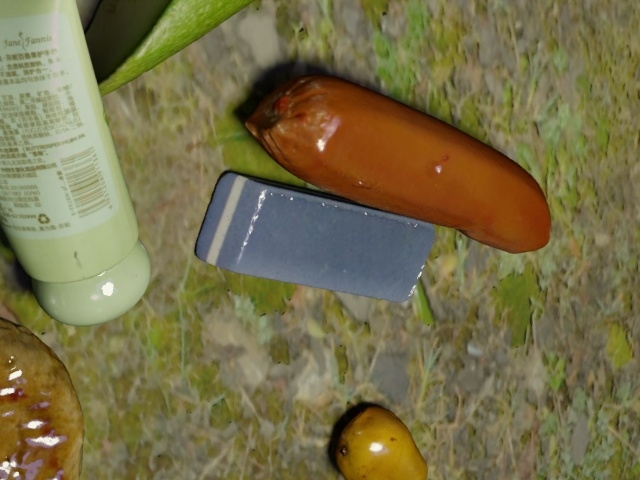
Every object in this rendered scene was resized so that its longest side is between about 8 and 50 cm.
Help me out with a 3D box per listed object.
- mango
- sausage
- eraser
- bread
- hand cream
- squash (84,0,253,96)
[{"bbox_3d":[0.060,0.206,1.484,0.080,0.060,0.114,-54,135,0],"label":"mango"},{"bbox_3d":[0.085,-0.065,1.353,0.348,0.097,0.094,17,107,-41],"label":"sausage"},{"bbox_3d":[0.000,0.000,1.360,0.225,0.036,0.082,11,103,-39],"label":"eraser"},{"bbox_3d":[-0.288,0.151,1.164,0.230,0.123,0.230,-11,113,-28],"label":"bread"},{"bbox_3d":[-0.206,-0.071,1.131,0.093,0.147,0.306,-70,151,-47],"label":"hand cream"},{"bbox_3d":[-0.089,-0.239,1.140,0.288,0.111,0.203,-34,125,-18],"label":"squash"}]
